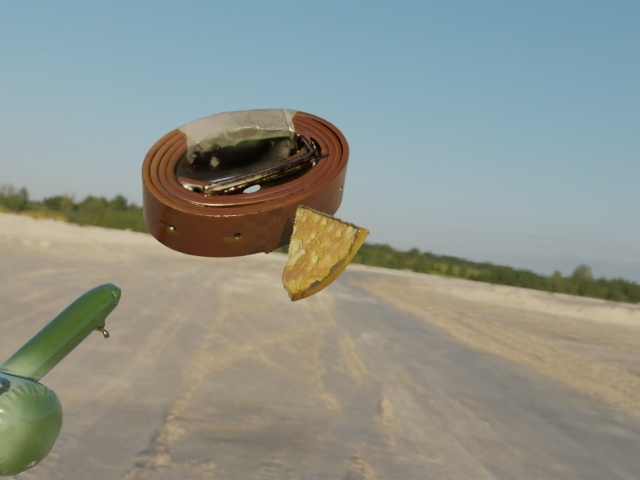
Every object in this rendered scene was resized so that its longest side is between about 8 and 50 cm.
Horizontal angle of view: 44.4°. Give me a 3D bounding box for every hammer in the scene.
[{"bbox_3d":[-0.369,0.159,1.017,0.207,0.118,0.335,6,31,25],"label":"hammer"}]

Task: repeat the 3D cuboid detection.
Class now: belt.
[{"bbox_3d":[-0.094,-0.077,0.978,0.262,0.184,0.105,-22,-33,-23],"label":"belt"}]

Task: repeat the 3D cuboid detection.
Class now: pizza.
[{"bbox_3d":[0.000,0.000,0.825,0.026,0.108,0.123,23,-53,-42],"label":"pizza"}]
